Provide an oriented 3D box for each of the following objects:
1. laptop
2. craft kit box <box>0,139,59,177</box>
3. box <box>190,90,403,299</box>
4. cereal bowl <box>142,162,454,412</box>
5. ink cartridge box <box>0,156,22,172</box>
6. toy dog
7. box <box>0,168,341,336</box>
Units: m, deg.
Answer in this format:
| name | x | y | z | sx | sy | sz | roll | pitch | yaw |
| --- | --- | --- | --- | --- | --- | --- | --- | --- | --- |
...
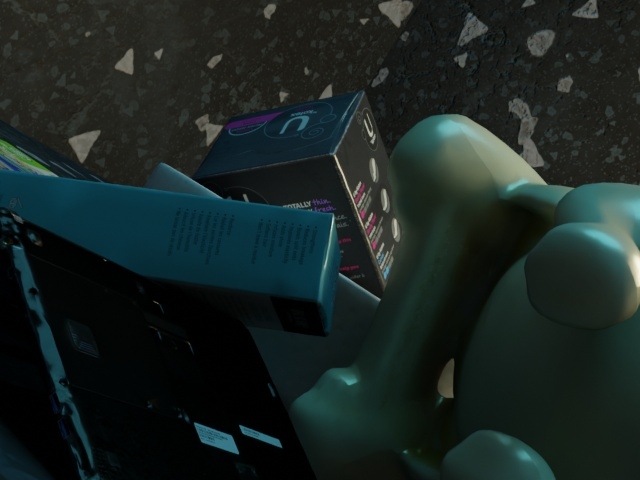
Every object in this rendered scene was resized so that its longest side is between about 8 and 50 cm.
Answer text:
| name | x | y | z | sx | sy | sz | roll | pitch | yaw |
| --- | --- | --- | --- | --- | --- | --- | --- | --- | --- |
| laptop | -0.139 | 0.082 | 0.669 | 0.234 | 0.136 | 0.264 | 32 | 25 | -54 |
| craft kit box | -0.338 | -0.059 | 1.330 | 0.250 | 0.061 | 0.246 | 32 | -3 | 15 |
| box | 0.000 | 0.000 | 1.248 | 0.165 | 0.143 | 0.270 | -8 | -59 | 22 |
| cereal bowl | -0.030 | 0.079 | 1.007 | 0.339 | 0.141 | 0.339 | 33 | 0 | 0 |
| ink cartridge box | -0.340 | -0.067 | 1.029 | 0.185 | 0.065 | 0.311 | 32 | -2 | 27 |
| toy dog | 0.221 | 0.129 | 0.716 | 0.395 | 0.285 | 0.408 | 33 | -6 | -29 |
| box | -0.112 | 0.008 | 0.760 | 0.244 | 0.060 | 0.100 | 8 | -16 | 6 |
